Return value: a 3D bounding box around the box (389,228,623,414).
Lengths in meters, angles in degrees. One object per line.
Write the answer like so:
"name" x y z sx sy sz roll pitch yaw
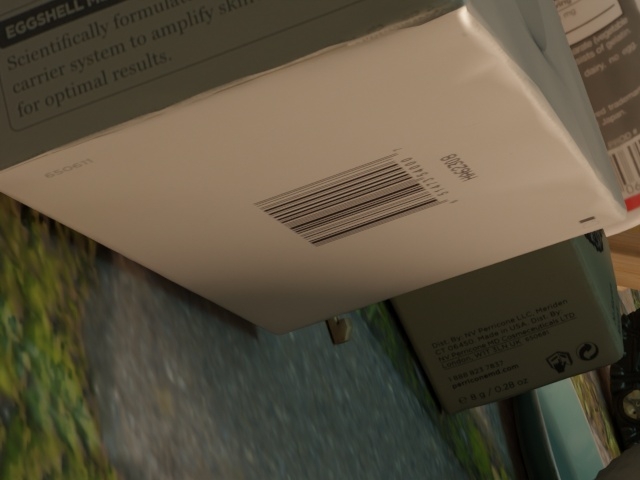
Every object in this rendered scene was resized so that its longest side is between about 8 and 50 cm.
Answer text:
"box" 0.049 -0.063 0.895 0.113 0.094 0.275 -86 154 -56

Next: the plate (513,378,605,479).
"plate" 0.144 0.141 1.133 0.188 0.024 0.188 -19 90 -77

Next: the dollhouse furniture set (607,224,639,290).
"dollhouse furniture set" 0.338 -0.013 1.503 0.394 0.362 0.256 47 61 -52

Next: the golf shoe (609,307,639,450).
"golf shoe" 0.285 0.185 1.528 0.120 0.105 0.273 115 -42 -72

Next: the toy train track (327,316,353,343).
"toy train track" 0.000 0.000 0.787 0.048 0.014 0.083 5 66 -75

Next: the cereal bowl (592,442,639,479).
"cereal bowl" 0.185 0.252 0.888 0.339 0.141 0.339 -20 90 -77

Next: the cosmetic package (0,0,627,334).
"cosmetic package" -0.019 -0.112 0.603 0.224 0.138 0.225 36 38 -67

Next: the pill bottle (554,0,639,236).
"pill bottle" 0.127 -0.153 1.188 0.161 0.161 0.283 -86 153 -59
